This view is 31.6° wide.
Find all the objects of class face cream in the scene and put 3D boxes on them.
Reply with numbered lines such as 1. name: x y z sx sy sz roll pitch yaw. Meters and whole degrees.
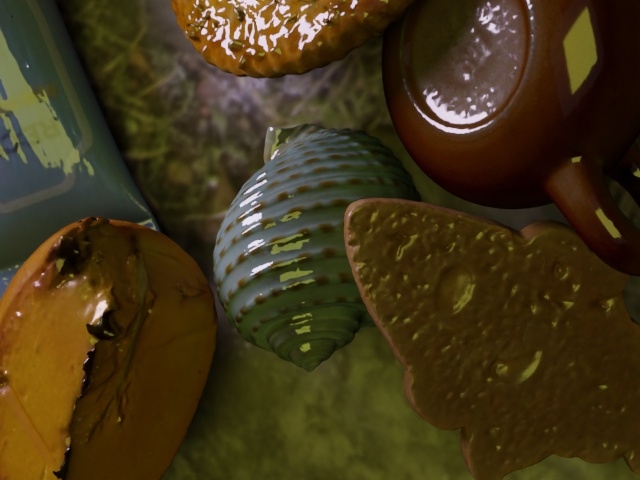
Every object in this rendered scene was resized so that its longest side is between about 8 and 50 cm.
1. face cream: -0.228 -0.152 0.768 0.135 0.086 0.385 -18 93 10

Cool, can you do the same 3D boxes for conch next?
1. conch: 0.000 0.002 0.705 0.135 0.102 0.153 0 93 0

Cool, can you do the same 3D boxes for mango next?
1. mango: -0.157 0.103 0.729 0.154 0.126 0.252 48 121 38

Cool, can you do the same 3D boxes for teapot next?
1. teapot: 0.134 -0.091 0.640 0.178 0.135 0.252 -49 58 44

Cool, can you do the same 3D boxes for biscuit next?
1. biscuit: -0.007 -0.218 0.671 0.254 0.035 0.254 -12 70 37
2. biscuit: 0.112 0.056 0.672 0.250 0.035 0.162 39 91 -13
